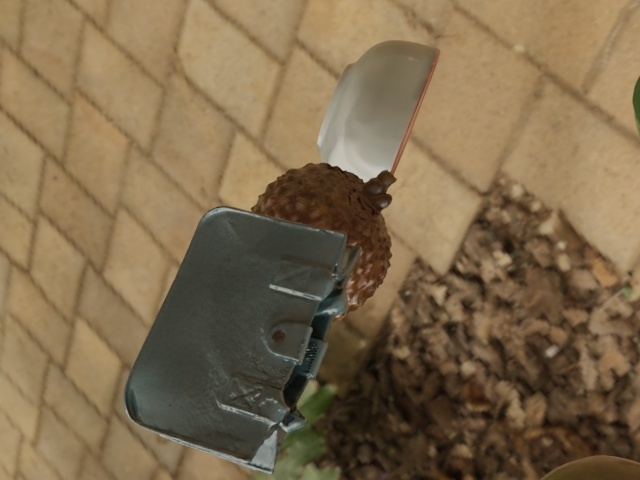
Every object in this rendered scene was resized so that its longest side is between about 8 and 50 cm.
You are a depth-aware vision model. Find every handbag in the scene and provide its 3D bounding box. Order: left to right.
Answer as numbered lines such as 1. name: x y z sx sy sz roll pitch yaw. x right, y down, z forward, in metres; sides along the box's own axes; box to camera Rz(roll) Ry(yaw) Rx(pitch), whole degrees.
1. handbag: -0.068 0.086 1.083 0.179 0.229 0.062 12 160 33

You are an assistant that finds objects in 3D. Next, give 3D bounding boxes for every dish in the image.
1. dish: 0.070 -0.168 1.656 0.117 0.256 0.256 21 133 3

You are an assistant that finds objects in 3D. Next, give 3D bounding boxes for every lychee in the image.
1. lychee: 0.000 0.000 1.425 0.238 0.200 0.200 -45 74 13

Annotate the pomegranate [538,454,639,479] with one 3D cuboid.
1. pomegranate: 0.194 0.235 0.713 0.209 0.180 0.180 39 137 39

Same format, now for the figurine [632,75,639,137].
1. figurine: 0.476 -0.110 1.359 0.234 0.185 0.127 34 121 -21
